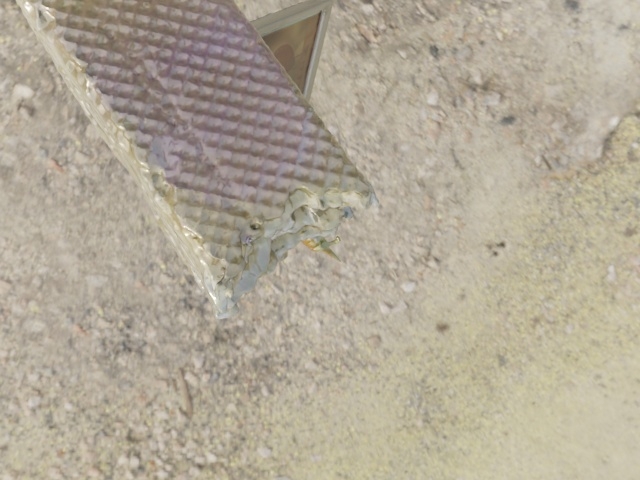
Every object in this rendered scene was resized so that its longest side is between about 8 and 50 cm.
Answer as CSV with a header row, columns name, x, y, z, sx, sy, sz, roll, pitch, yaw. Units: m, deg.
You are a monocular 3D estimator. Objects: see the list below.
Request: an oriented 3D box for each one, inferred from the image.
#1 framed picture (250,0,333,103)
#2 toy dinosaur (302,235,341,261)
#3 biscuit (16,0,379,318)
name,x,y,z,sx,sy,sz,roll,pitch,yaw
framed picture,-0.103,-0.187,0.927,0.290,0.020,0.211,-34,154,-37
toy dinosaur,0.002,-0.002,0.810,0.041,0.026,0.113,-34,147,22
biscuit,-0.077,-0.081,0.414,0.108,0.062,0.238,-33,81,-14
